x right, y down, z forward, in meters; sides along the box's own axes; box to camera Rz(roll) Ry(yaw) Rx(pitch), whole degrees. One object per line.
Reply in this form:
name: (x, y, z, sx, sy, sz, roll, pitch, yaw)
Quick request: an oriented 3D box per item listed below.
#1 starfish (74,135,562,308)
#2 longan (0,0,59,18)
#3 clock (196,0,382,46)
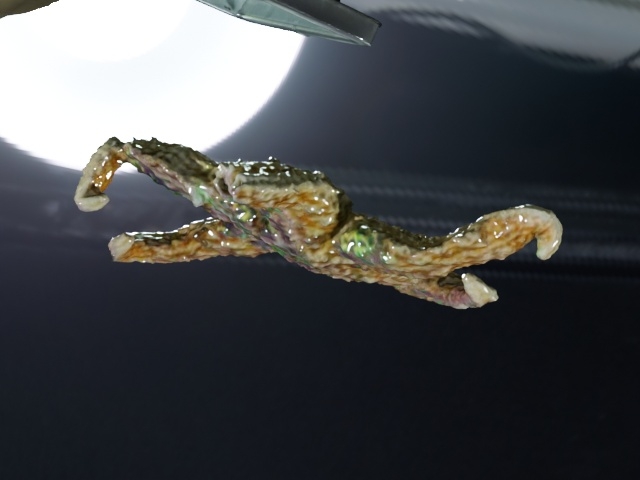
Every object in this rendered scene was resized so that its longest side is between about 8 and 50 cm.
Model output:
starfish: (0.002, -0.010, 0.649, 0.210, 0.150, 0.053, 2, -103, 31)
longan: (-0.220, -0.315, 0.774, 0.404, 0.436, 0.404, 1, -123, -1)
clock: (-0.109, -0.257, 1.431, 0.279, 0.273, 0.049, 20, -88, -34)
